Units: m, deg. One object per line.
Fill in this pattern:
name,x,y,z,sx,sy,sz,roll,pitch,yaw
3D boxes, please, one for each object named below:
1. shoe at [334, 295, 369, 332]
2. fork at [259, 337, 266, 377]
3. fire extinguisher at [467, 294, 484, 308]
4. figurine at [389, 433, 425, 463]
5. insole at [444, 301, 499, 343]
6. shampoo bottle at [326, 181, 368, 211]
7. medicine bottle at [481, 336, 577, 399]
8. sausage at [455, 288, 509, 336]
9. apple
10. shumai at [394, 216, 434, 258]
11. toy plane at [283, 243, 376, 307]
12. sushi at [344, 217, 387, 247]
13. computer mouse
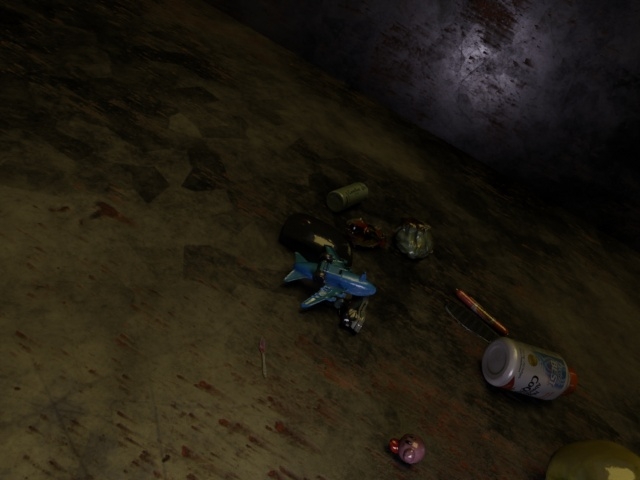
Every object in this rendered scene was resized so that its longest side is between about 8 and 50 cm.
shoe,0.088,0.201,1.549,0.100,0.071,0.169,19,34,-5
fork,-0.144,0.296,1.285,0.016,0.012,0.115,11,42,-21
fire extinguisher,0.583,0.236,1.934,0.083,0.022,0.028,43,-3,21
figurine,0.221,0.504,1.237,0.083,0.071,0.066,-20,99,-41
insole,0.574,0.321,1.820,0.309,0.012,0.110,40,32,16
shampoo bottle,0.124,-0.185,2.085,0.085,0.085,0.262,41,33,16
medicine bottle,0.678,0.418,1.633,0.289,0.157,0.157,19,34,-17
sausage,0.599,0.267,1.892,0.253,0.034,0.034,42,34,17
apple,0.714,0.635,1.287,0.263,0.262,0.262,21,34,-15
shumai,0.388,-0.028,2.027,0.184,0.142,0.184,18,36,-14
toy plane,0.036,0.109,1.541,0.272,0.105,0.254,10,46,10
sushi,0.159,-0.024,1.885,0.226,0.097,0.103,23,36,-39
computer mouse,0.000,0.000,1.720,0.269,0.100,0.170,33,30,5
